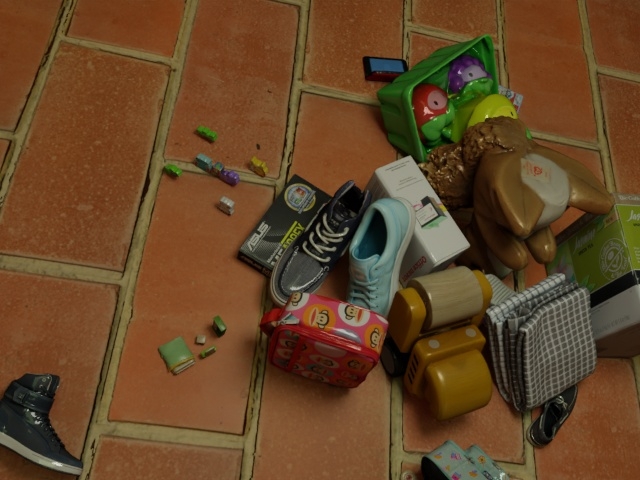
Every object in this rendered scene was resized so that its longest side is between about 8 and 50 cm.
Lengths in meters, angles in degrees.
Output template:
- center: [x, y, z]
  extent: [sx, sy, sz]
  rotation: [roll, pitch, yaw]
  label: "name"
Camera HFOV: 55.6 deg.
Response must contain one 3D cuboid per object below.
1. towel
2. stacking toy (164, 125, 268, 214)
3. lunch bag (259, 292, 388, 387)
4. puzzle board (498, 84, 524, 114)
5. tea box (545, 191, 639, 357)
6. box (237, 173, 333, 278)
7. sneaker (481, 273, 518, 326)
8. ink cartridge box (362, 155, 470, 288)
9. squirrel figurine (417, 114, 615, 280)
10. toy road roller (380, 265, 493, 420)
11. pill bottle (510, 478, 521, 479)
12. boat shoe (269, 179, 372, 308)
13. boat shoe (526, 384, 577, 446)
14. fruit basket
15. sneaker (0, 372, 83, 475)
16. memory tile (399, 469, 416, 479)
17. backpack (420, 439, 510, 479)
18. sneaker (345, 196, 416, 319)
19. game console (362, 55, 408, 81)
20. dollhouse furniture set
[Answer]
- center: [0.534, 0.246, 1.441]
  extent: [0.235, 0.121, 0.283]
  rotation: [-23, 117, -16]
  label: "towel"
- center: [-0.270, -0.184, 1.577]
  extent: [0.221, 0.052, 0.167]
  rotation: [31, 61, 5]
  label: "stacking toy"
- center: [-0.008, 0.214, 1.314]
  extent: [0.258, 0.293, 0.120]
  rotation: [19, 61, 0]
  label: "lunch bag"
- center: [0.584, -0.431, 1.911]
  extent: [0.097, 0.011, 0.128]
  rotation: [25, 62, -1]
  label: "puzzle board"
- center: [0.763, 0.098, 1.527]
  extent: [0.220, 0.329, 0.323]
  rotation: [4, 64, -11]
  label: "tea box"
- center: [-0.048, -0.009, 1.538]
  extent: [0.216, 0.060, 0.270]
  rotation: [33, 63, 2]
  label: "box"
- center: [0.425, 0.182, 1.542]
  extent: [0.282, 0.161, 0.102]
  rotation: [42, 48, -29]
  label: "sneaker"
- center: [0.224, -0.038, 1.535]
  extent: [0.117, 0.201, 0.278]
  rotation: [-24, 73, -22]
  label: "ink cartridge box"
- center: [0.431, -0.091, 1.519]
  extent: [0.281, 0.370, 0.396]
  rotation: [-21, 67, -24]
  label: "squirrel figurine"
- center: [0.283, 0.242, 1.353]
  extent: [0.203, 0.329, 0.240]
  rotation: [-13, 47, -19]
  label: "toy road roller"
- center: [0.427, 0.566, 1.349]
  extent: [0.065, 0.116, 0.065]
  rotation: [5, 64, -10]
  label: "pill bottle"
- center: [0.000, 0.000, 1.422]
  extent: [0.127, 0.158, 0.340]
  rotation: [32, 63, 2]
  label: "boat shoe"
- center: [0.582, 0.417, 1.484]
  extent: [0.075, 0.065, 0.206]
  rotation: [42, 63, 8]
  label: "boat shoe"
- center: [0.396, -0.362, 1.657]
  extent: [0.393, 0.282, 0.392]
  rotation: [-14, 35, 10]
  label: "fruit basket"
- center: [-0.551, 0.364, 1.231]
  extent: [0.226, 0.086, 0.163]
  rotation: [28, 65, 2]
  label: "sneaker"
- center: [0.206, 0.597, 1.341]
  extent: [0.113, 0.012, 0.148]
  rotation: [-36, 78, -25]
  label: "memory tile"
- center: [0.310, 0.524, 1.305]
  extent: [0.144, 0.165, 0.188]
  rotation: [-34, 43, -23]
  label: "backpack"
- center: [0.105, 0.072, 1.406]
  extent: [0.150, 0.135, 0.365]
  rotation: [0, 104, -52]
  label: "sneaker"
- center: [0.211, -0.524, 1.828]
  extent: [0.144, 0.124, 0.085]
  rotation: [0, 92, -13]
  label: "game console"
- center: [-0.285, 0.233, 1.370]
  extent: [0.152, 0.058, 0.076]
  rotation: [-28, 74, -23]
  label: "dollhouse furniture set"
